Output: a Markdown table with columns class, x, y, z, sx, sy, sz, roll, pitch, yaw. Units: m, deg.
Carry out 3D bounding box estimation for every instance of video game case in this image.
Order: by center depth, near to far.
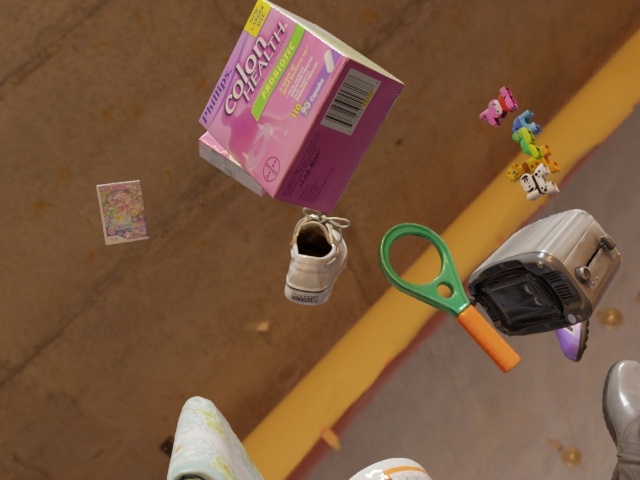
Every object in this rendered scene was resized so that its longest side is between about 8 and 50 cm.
| class | x | y | z | sx | sy | sz | roll | pitch | yaw |
| --- | --- | --- | --- | --- | --- | --- | --- | --- | --- |
| video game case | -0.402 | -0.057 | 1.496 | 0.087 | 0.011 | 0.122 | -10 | -85 | -25 |

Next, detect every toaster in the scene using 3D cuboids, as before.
| class | x | y | z | sx | sy | sz | roll | pitch | yaw |
| --- | --- | --- | --- | --- | --- | --- | --- | --- | --- |
| toaster | 0.324 | 0.049 | 1.075 | 0.146 | 0.227 | 0.129 | -40 | -86 | -31 |

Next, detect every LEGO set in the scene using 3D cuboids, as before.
| class | x | y | z | sx | sy | sz | roll | pitch | yaw |
| --- | --- | --- | --- | --- | --- | --- | --- | --- | --- |
| LEGO set | 0.375 | -0.164 | 1.389 | 0.087 | 0.227 | 0.093 | 6 | -33 | -46 |

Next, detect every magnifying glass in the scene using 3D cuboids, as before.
| class | x | y | z | sx | sy | sz | roll | pitch | yaw |
| --- | --- | --- | --- | --- | --- | --- | --- | --- | --- |
| magnifying glass | 0.164 | 0.071 | 0.932 | 0.092 | 0.231 | 0.026 | -36 | -12 | -23 |

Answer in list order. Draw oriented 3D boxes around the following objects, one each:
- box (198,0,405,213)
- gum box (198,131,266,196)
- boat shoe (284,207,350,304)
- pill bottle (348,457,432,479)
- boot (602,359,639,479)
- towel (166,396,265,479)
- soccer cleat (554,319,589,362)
| class | x | y | z | sx | sy | sz | roll | pitch | yaw |
| --- | --- | --- | --- | --- | --- | --- | --- | --- | --- |
| box | -0.037 | -0.197 | 1.062 | 0.117 | 0.243 | 0.213 | 13 | -65 | -43 |
| gum box | -0.171 | -0.194 | 1.624 | 0.107 | 0.188 | 0.062 | -49 | -14 | -29 |
| boat shoe | -0.009 | -0.001 | 1.629 | 0.367 | 0.136 | 0.156 | -63 | -19 | -68 |
| pill bottle | 0.190 | 0.593 | 1.282 | 0.224 | 0.392 | 0.224 | -12 | -58 | -21 |
| boot | 0.611 | 0.342 | 1.331 | 0.222 | 0.118 | 0.338 | 96 | -178 | -57 |
| towel | -0.106 | 0.433 | 1.089 | 0.090 | 0.320 | 0.374 | -31 | -82 | -7 |
| soccer cleat | 0.533 | 0.129 | 1.675 | 0.108 | 0.116 | 0.318 | 88 | -176 | -57 |
